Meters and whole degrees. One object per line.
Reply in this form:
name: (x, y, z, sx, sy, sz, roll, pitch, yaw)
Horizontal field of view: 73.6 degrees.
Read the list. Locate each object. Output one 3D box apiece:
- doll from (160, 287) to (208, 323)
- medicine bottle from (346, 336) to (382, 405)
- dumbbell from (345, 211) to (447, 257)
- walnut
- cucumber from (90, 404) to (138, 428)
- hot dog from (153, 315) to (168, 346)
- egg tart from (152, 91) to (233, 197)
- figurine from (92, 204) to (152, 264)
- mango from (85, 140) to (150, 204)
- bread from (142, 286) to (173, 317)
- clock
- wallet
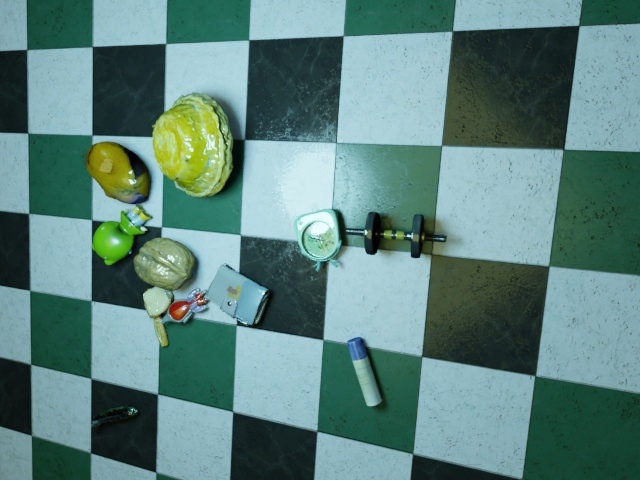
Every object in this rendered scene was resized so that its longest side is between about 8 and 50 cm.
doll: (-0.536, 0.267, 1.682, 0.227, 0.075, 0.102, -33, 71, 8)
medicine bottle: (0.153, 0.456, 1.494, 0.059, 0.059, 0.231, -18, 89, 18)
dumbbell: (0.239, -0.018, 1.379, 0.325, 0.143, 0.143, 4, 96, 17)
walnut: (-0.589, 0.087, 1.625, 0.244, 0.198, 0.198, 22, 101, 24)
cucumber: (-0.884, 0.751, 1.844, 0.245, 0.067, 0.067, -23, 88, 16)
hot dog: (-0.657, 0.366, 1.752, 0.043, 0.028, 0.137, -17, 92, -8)
egg tart: (-0.473, -0.338, 1.522, 0.387, 0.169, 0.388, 10, 106, 37)
figurine: (-0.794, -0.028, 1.709, 0.162, 0.143, 0.263, 45, 95, 3)
mango: (-0.786, -0.267, 1.667, 0.201, 0.152, 0.287, -43, 81, 1)
bread: (-0.654, 0.240, 1.733, 0.129, 0.044, 0.126, -31, 74, 17)
clock: (0.000, 0.000, 1.496, 0.159, 0.066, 0.211, -11, 92, 18)
wallet: (-0.310, 0.206, 1.612, 0.230, 0.069, 0.170, 27, 98, 19)
